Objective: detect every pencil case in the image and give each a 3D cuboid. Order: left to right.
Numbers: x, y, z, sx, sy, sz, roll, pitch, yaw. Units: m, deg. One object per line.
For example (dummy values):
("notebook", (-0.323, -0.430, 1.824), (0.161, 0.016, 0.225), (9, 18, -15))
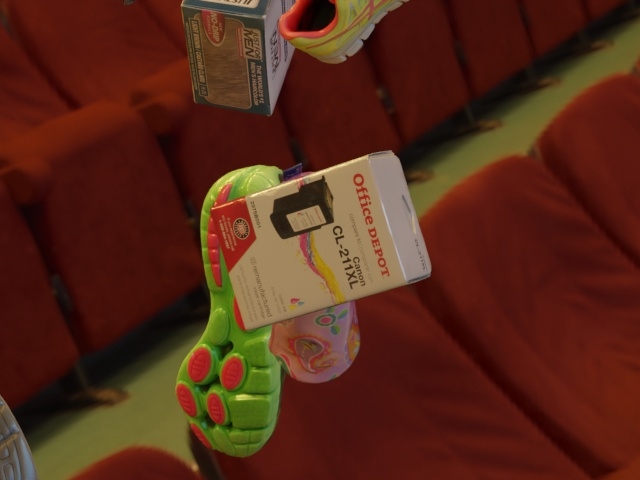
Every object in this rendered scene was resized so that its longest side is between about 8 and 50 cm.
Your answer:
("pencil case", (-0.010, 0.046, 1.667), (0.124, 0.284, 0.124), (-1, 49, 1))

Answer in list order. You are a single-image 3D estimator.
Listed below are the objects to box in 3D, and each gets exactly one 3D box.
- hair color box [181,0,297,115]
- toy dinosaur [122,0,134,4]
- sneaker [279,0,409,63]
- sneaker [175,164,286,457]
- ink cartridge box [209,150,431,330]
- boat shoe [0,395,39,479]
("hair color box", (-0.068, -0.343, 1.714), (0.105, 0.174, 0.347), (10, 55, 9))
("toy dinosaur", (-0.229, -0.390, 1.389), (0.200, 0.127, 0.295), (-3, -38, -30))
("sneaker", (0.037, -0.255, 1.340), (0.094, 0.081, 0.208), (2, -46, -51))
("sneaker", (-0.091, 0.117, 2.128), (0.185, 0.482, 0.202), (21, 23, 24))
("ink cartridge box", (0.000, 0.000, 1.320), (0.175, 0.127, 0.072), (-18, -2, 24))
("boat shoe", (-0.398, 0.162, 1.375), (0.118, 0.320, 0.103), (-45, -8, -19))
